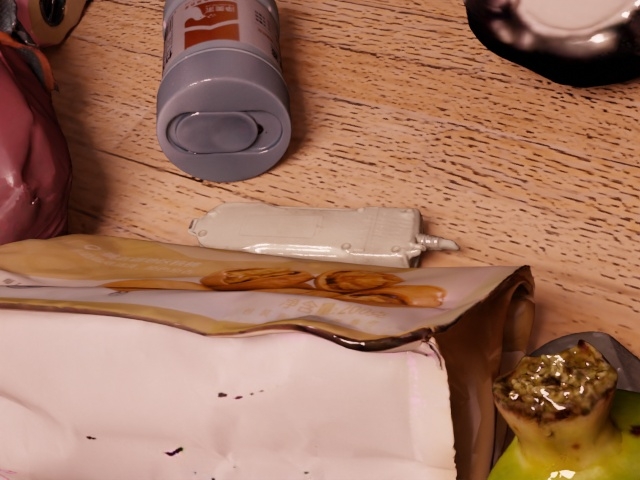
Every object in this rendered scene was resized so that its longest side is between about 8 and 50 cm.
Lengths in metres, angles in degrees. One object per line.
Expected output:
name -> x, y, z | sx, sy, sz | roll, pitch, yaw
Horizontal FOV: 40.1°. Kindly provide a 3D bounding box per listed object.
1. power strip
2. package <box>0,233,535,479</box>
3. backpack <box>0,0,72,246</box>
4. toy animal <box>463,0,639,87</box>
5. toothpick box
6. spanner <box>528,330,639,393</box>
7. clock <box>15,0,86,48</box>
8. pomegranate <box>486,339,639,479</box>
power strip -> 0.000, 0.000, 0.602 | 0.191, 0.030, 0.047 | 3, 48, 16
package -> -0.058, 0.091, 0.478 | 0.311, 0.165, 0.221 | 4, 8, 22
backpack -> -0.317, -0.062, 0.622 | 0.283, 0.197, 0.317 | -26, 51, -14
toy animal -> 0.279, -0.197, 0.579 | 0.310, 0.251, 0.251 | 22, 57, 20
toothpick box -> -0.078, -0.133, 0.692 | 0.101, 0.101, 0.153 | -12, 47, 3
spanner -> 0.261, 0.103, 0.454 | 0.326, 0.026, 0.093 | 6, 50, 17
clock -> -0.329, -0.267, 0.879 | 0.196, 0.100, 0.194 | 5, 46, 15
pomegranate -> 0.129, 0.127, 0.366 | 0.143, 0.169, 0.122 | -29, 43, -26
